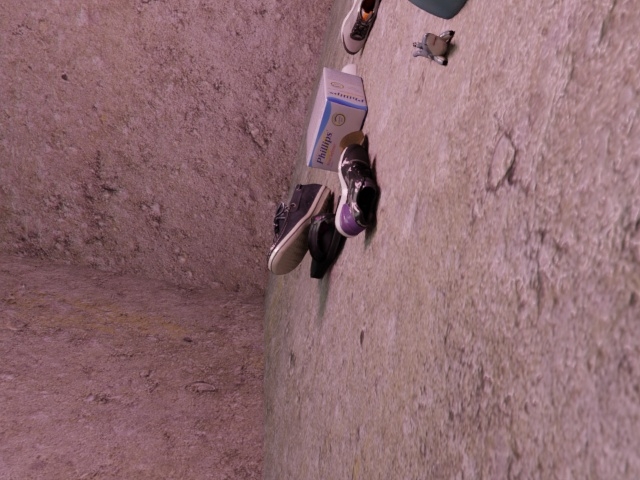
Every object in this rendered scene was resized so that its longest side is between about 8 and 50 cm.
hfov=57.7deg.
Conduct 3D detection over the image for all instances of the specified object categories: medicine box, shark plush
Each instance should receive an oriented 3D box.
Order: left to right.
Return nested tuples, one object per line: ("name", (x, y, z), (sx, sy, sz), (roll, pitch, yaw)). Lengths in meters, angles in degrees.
("medicine box", (0.051, -0.430, 2.084), (0.289, 0.149, 0.263), (-92, 16, -52))
("shark plush", (0.235, -0.430, 1.272), (0.161, 0.067, 0.073), (-106, 28, -69))

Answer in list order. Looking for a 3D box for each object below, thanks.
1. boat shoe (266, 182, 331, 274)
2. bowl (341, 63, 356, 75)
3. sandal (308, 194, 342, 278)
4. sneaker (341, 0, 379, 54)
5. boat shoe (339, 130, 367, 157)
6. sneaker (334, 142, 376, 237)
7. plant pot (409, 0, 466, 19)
("boat shoe", (-0.101, -0.054, 2.111), (0.500, 0.156, 0.187), (-62, -13, -49))
("bowl", (0.099, -0.614, 2.298), (0.142, 0.053, 0.142), (117, 160, -60))
("sandal", (-0.001, 0.003, 2.023), (0.446, 0.107, 0.168), (113, 165, -55))
("sneaker", (0.144, -0.801, 2.117), (0.108, 0.100, 0.272), (-97, 20, -45))
("boat shoe", (0.105, -0.270, 1.816), (0.223, 0.080, 0.073), (-81, -27, -55))
("sneaker", (0.119, -0.154, 1.620), (0.124, 0.107, 0.283), (-32, 49, 57))
("plant pot", (0.219, -0.637, 1.217), (0.290, 0.195, 0.290), (-169, 90, -80))
